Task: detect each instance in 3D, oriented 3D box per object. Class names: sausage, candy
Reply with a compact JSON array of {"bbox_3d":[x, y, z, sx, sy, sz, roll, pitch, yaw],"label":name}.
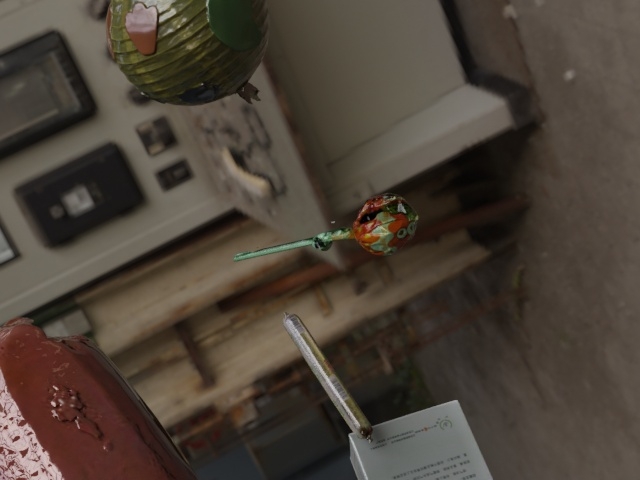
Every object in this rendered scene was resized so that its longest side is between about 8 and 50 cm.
[{"bbox_3d":[-0.178,0.182,0.886,0.279,0.152,0.152,51,168,13],"label":"sausage"},{"bbox_3d":[0.010,0.224,1.968,0.269,0.033,0.033,55,168,21],"label":"sausage"},{"bbox_3d":[0.000,0.000,1.008,0.055,0.185,0.049,-34,-73,-57],"label":"candy"}]

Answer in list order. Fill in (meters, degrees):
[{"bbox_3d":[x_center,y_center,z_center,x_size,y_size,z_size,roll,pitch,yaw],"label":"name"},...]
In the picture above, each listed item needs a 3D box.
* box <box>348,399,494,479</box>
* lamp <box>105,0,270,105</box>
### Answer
[{"bbox_3d":[0.187,0.435,1.952,0.106,0.200,0.299,87,164,-55],"label":"box"},{"bbox_3d":[-0.181,-0.303,1.761,0.284,0.250,0.250,49,179,-33],"label":"lamp"}]
